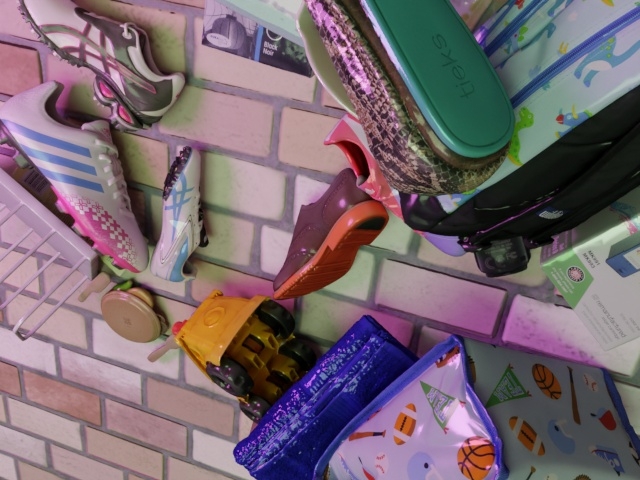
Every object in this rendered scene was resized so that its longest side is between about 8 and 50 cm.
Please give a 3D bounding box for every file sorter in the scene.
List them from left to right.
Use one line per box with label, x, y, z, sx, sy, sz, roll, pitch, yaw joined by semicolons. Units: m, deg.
file sorter;-0.528;0.006;1.141;0.278;0.173;0.193;43;158;-4

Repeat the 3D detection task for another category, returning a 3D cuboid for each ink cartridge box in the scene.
ink cartridge box;-0.046;-0.383;0.855;0.166;0.065;0.332;19;121;12
ink cartridge box;0.411;0.021;0.877;0.212;0.093;0.154;-33;101;30

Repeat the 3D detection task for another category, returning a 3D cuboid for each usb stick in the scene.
usb stick;0.214;-0.079;0.928;0.077;0.045;0.277;-14;111;20

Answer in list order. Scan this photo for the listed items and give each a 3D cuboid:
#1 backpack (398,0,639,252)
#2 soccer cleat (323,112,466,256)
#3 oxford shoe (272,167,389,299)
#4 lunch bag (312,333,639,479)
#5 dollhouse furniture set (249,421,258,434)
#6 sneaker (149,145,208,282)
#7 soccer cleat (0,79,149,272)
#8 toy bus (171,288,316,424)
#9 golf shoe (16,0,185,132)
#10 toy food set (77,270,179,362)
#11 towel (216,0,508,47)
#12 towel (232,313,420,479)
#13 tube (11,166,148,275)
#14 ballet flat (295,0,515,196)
backpack;0.278;-0.156;0.712;0.356;0.290;0.273;-27;68;56
soccer cleat;0.105;-0.067;0.936;0.248;0.095;0.083;54;158;-7
oxford shoe;0.000;0.000;1.045;0.271;0.097;0.098;-46;60;40
lunch bag;0.204;0.339;0.979;0.328;0.238;0.385;19;133;-31
dollhouse furniture set;-0.037;0.367;1.224;0.151;0.144;0.123;35;130;-17
sneaker;-0.213;-0.039;1.103;0.086;0.085;0.237;9;120;-14
soccer cleat;-0.355;-0.100;1.092;0.143;0.116;0.331;-40;105;-5
toy bus;-0.141;0.189;1.155;0.212;0.149;0.220;9;141;39
golf shoe;-0.315;-0.287;1.003;0.120;0.105;0.273;-37;106;17
toy food set;-0.338;0.133;1.268;0.192;0.038;0.132;45;130;-13
towel;0.056;-0.353;0.758;0.375;0.090;0.320;25;117;-11
towel;0.044;0.290;1.074;0.308;0.076;0.228;-46;110;5
tube;-0.411;-0.044;1.186;0.240;0.062;0.070;39;152;-6
ballet flat;0.018;-0.259;0.648;0.182;0.164;0.482;-18;95;61
